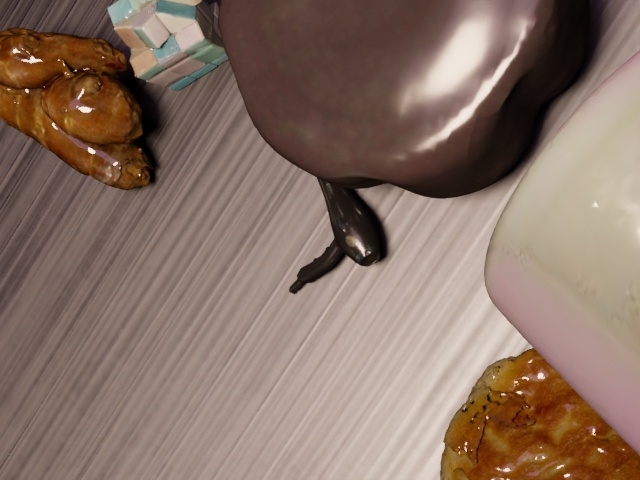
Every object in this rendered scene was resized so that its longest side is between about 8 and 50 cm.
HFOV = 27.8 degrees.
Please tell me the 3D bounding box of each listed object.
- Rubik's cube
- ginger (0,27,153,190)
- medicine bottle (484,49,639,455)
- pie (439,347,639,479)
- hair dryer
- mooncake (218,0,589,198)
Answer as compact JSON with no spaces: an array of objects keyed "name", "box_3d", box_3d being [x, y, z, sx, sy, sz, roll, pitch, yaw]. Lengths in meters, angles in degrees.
[{"name":"Rubik's cube","box_3d":[-0.110,-0.158,0.941,0.075,0.084,0.073,-23,76,4]},{"name":"ginger","box_3d":[-0.185,-0.110,0.961,0.162,0.103,0.073,32,61,19]},{"name":"medicine bottle","box_3d":[0.282,0.077,0.635,0.219,0.219,0.388,-49,64,11]},{"name":"pie","box_3d":[0.153,0.153,0.767,0.163,0.079,0.193,-44,64,8]},{"name":"hair dryer","box_3d":[0.000,0.000,0.894,0.083,0.031,0.079,-43,56,22]},{"name":"mooncake","box_3d":[0.054,-0.147,0.828,0.245,0.133,0.245,-4,80,25]}]
